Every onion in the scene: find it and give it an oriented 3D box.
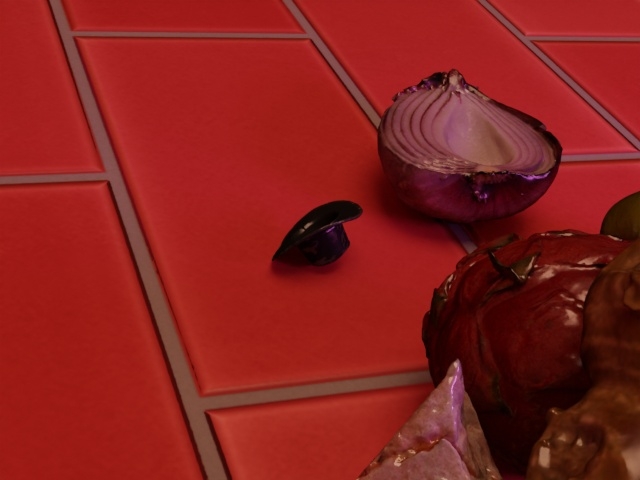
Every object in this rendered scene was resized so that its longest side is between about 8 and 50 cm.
[{"bbox_3d":[0.180,-0.116,1.345,0.227,0.120,0.283,6,38,-4],"label":"onion"}]

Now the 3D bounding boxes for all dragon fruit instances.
[{"bbox_3d":[0.235,0.100,0.941,0.299,0.244,0.244,15,33,25],"label":"dragon fruit"}]

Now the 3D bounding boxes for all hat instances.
[{"bbox_3d":[0.000,0.000,1.179,0.121,0.050,0.121,-29,13,7],"label":"hat"}]

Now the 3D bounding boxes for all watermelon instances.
[{"bbox_3d":[0.062,0.216,0.764,0.310,0.232,0.193,-8,69,-48],"label":"watermelon"}]

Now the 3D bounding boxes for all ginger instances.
[{"bbox_3d":[0.308,0.116,0.758,0.274,0.152,0.357,29,70,-12],"label":"ginger"}]

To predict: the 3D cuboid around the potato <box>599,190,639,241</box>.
[{"bbox_3d":[0.435,0.026,1.173,0.253,0.148,0.186,12,-6,38],"label":"potato"}]
